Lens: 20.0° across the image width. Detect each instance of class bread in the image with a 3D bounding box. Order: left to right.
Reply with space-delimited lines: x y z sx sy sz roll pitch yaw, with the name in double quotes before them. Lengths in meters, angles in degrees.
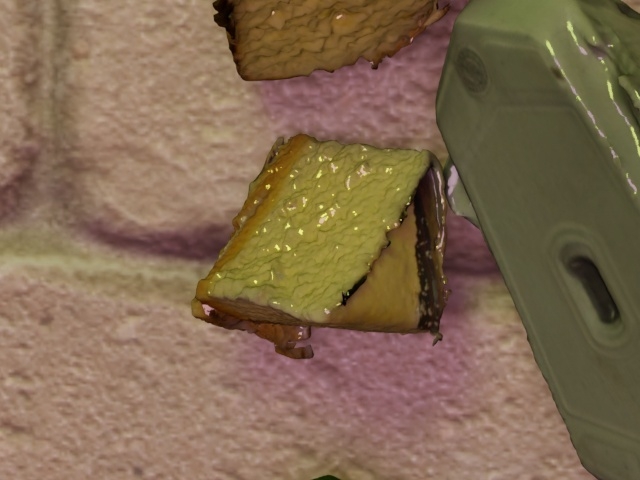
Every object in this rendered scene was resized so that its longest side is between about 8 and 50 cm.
"bread" -0.002 -0.209 1.112 0.160 0.260 0.147 -16 74 1
"bread" 0.000 0.000 1.185 0.147 0.127 0.152 2 81 37

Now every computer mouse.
"computer mouse" 0.223 0.020 1.124 0.145 0.228 0.429 -24 88 -30

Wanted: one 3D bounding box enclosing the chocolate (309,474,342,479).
"chocolate" 0.045 0.342 1.233 0.301 0.137 0.288 32 100 2
